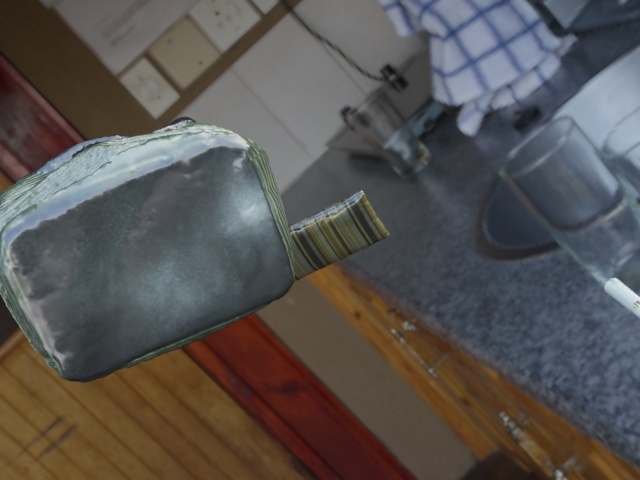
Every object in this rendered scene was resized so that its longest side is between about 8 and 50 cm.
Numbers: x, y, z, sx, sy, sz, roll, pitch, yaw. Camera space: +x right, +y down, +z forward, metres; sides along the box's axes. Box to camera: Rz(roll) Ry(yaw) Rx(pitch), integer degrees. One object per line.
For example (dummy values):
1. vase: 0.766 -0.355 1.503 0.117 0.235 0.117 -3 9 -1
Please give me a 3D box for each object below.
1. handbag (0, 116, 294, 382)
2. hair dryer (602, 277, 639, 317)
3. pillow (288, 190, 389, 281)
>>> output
1. handbag: -0.223 -0.006 1.166 0.341 0.247 0.240 -24 20 -15
2. hair dryer: 0.448 0.098 1.352 0.047 0.082 0.137 -33 43 -9
3. pillow: 0.000 0.000 1.540 0.204 0.113 0.038 -25 41 10
